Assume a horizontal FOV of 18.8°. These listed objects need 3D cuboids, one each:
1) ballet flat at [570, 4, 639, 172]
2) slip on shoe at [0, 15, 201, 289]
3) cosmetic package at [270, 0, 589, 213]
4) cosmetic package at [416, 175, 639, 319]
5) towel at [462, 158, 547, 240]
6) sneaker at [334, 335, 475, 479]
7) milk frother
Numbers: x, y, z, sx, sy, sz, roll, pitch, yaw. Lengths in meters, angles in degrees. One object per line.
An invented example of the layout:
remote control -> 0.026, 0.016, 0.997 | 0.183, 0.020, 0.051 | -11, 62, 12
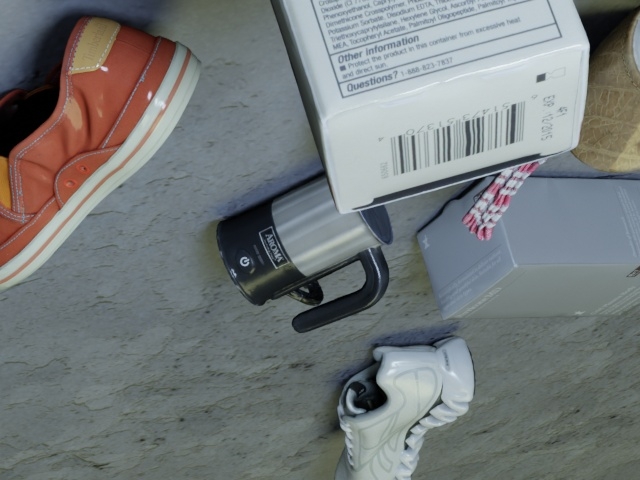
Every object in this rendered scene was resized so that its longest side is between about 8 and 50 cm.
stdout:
ballet flat -> 0.323, -0.171, 1.399 | 0.342, 0.116, 0.124 | -29, 166, -8
slip on shoe -> -0.207, -0.064, 1.441 | 0.101, 0.123, 0.331 | 31, 141, -17
cosmetic package -> 0.034, -0.184, 1.097 | 0.153, 0.296, 0.129 | -15, 157, -2
cosmetic package -> 0.227, 0.008, 1.865 | 0.238, 0.107, 0.127 | -4, 155, -34
towel -> 0.197, -0.093, 1.621 | 0.144, 0.029, 0.197 | -51, 178, -37
sneaker -> 0.065, 0.201, 2.182 | 0.118, 0.110, 0.292 | 3, 141, -23
milk frother -> 0.000, 0.000, 1.729 | 0.135, 0.129, 0.143 | -25, -162, 17
